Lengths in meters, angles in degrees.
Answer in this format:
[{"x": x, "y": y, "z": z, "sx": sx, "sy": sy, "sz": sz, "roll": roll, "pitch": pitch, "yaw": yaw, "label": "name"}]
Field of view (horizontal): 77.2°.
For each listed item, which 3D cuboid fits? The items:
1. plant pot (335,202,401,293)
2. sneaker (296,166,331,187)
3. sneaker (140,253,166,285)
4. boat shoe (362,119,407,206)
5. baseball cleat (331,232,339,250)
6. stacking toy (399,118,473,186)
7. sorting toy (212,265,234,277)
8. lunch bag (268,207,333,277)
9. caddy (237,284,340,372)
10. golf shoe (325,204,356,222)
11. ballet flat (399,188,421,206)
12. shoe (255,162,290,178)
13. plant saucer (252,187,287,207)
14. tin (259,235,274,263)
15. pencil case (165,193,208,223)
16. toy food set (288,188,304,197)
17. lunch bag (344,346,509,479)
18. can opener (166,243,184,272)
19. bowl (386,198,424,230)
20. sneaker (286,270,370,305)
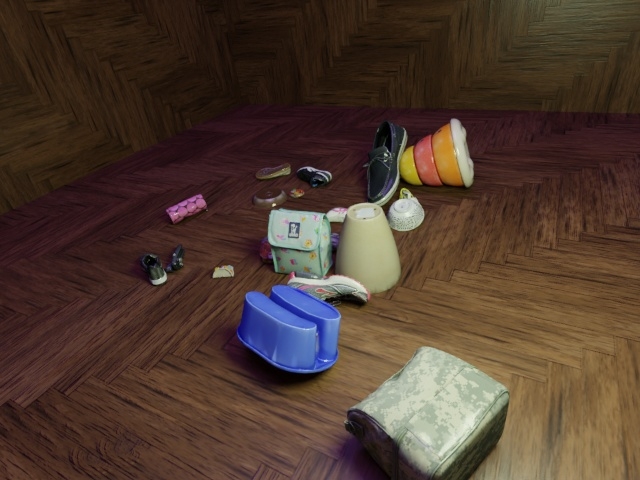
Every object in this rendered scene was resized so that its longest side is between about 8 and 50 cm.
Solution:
[{"x": 0.171, "y": 0.011, "z": 1.481, "sx": 0.256, "sy": 0.274, "sz": 0.256, "roll": -5, "pitch": 33, "yaw": 3, "label": "plant pot"}, {"x": -0.057, "y": -0.358, "z": 2.282, "sx": 0.216, "sy": 0.079, "sz": 0.121, "roll": 9, "pitch": 34, "yaw": 22, "label": "sneaker"}, {"x": -0.713, "y": 0.092, "z": 1.689, "sx": 0.078, "sy": 0.106, "sz": 0.234, "roll": -24, "pitch": 36, "yaw": -26, "label": "sneaker"}, {"x": 0.312, "y": -0.394, "z": 2.032, "sx": 0.186, "sy": 0.156, "sz": 0.500, "roll": -8, "pitch": 58, "yaw": 49, "label": "boat shoe"}, {"x": 0.000, "y": 0.000, "z": 1.741, "sx": 0.205, "sy": 0.072, "sz": 0.109, "roll": 14, "pitch": 24, "yaw": 23, "label": "baseball cleat"}, {"x": 0.527, "y": -0.397, "z": 2.086, "sx": 0.479, "sy": 0.351, "sz": 0.351, "roll": -13, "pitch": 29, "yaw": 24, "label": "stacking toy"}, {"x": -0.394, "y": 0.121, "z": 1.651, "sx": 0.083, "sy": 0.045, "sz": 0.075, "roll": -5, "pitch": 13, "yaw": 4, "label": "sorting toy"}, {"x": -0.077, "y": 0.002, "z": 1.556, "sx": 0.223, "sy": 0.262, "sz": 0.160, "roll": 7, "pitch": 35, "yaw": 19, "label": "lunch bag"}, {"x": -0.098, "y": 0.275, "z": 1.220, "sx": 0.341, "sy": 0.179, "sz": 0.241, "roll": 21, "pitch": 20, "yaw": 38, "label": "caddy"}, {"x": 0.113, "y": -0.117, "z": 1.884, "sx": 0.186, "sy": 0.068, "sz": 0.086, "roll": -12, "pitch": 34, "yaw": -7, "label": "golf shoe"}, {"x": 0.428, "y": -0.180, "z": 1.909, "sx": 0.077, "sy": 0.077, "sz": 0.231, "roll": -9, "pitch": 33, "yaw": -5, "label": "ballet flat"}, {"x": -0.284, "y": -0.407, "z": 2.438, "sx": 0.219, "sy": 0.058, "sz": 0.077, "roll": -17, "pitch": 54, "yaw": -8, "label": "shoe"}, {"x": -0.279, "y": -0.242, "z": 2.189, "sx": 0.198, "sy": 0.036, "sz": 0.199, "roll": -6, "pitch": 32, "yaw": 4, "label": "plant saucer"}, {"x": -0.205, "y": 0.036, "z": 1.739, "sx": 0.106, "sy": 0.040, "sz": 0.190, "roll": -10, "pitch": 32, "yaw": 4, "label": "tin"}, {"x": -0.700, "y": -0.159, "z": 2.097, "sx": 0.209, "sy": 0.098, "sz": 0.095, "roll": -30, "pitch": 83, "yaw": -31, "label": "pencil case"}, {"x": -0.131, "y": -0.258, "z": 2.197, "sx": 0.082, "sy": 0.020, "sz": 0.083, "roll": 5, "pitch": 35, "yaw": 18, "label": "toy food set"}, {"x": 0.240, "y": 0.399, "z": 0.918, "sx": 0.305, "sy": 0.213, "sz": 0.256, "roll": -28, "pitch": 38, "yaw": -30, "label": "lunch bag"}, {"x": -0.625, "y": 0.069, "z": 1.750, "sx": 0.073, "sy": 0.059, "sz": 0.186, "roll": -8, "pitch": 33, "yaw": -1, "label": "can opener"}, {"x": 0.373, "y": -0.132, "z": 1.791, "sx": 0.170, "sy": 0.080, "sz": 0.170, "roll": -11, "pitch": 52, "yaw": 14, "label": "bowl"}, {"x": 0.026, "y": 0.187, "z": 1.406, "sx": 0.299, "sy": 0.121, "sz": 0.112, "roll": 4, "pitch": 63, "yaw": 16, "label": "sneaker"}]
